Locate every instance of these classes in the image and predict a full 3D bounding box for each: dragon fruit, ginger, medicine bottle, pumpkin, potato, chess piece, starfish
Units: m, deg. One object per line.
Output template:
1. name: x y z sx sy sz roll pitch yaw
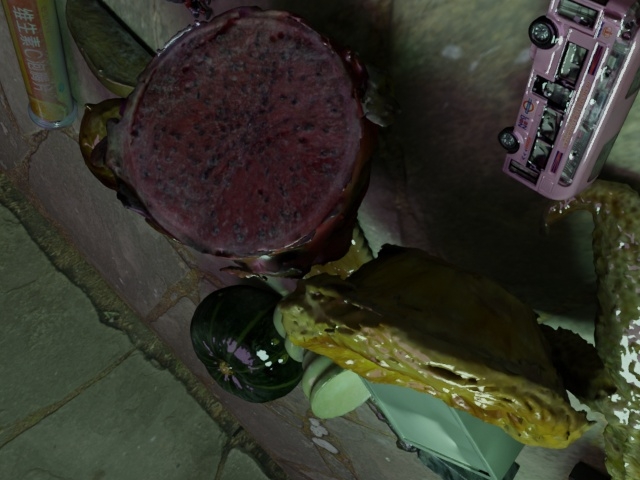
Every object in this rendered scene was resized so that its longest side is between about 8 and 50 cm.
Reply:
1. dragon fruit: -0.064 -0.110 0.745 0.314 0.296 0.263 27 -176 15
2. ginger: -0.314 -0.112 1.168 0.357 0.152 0.274 42 158 -18
3. medicine bottle: -0.573 -0.386 1.236 0.108 0.108 0.426 43 153 6
4. pumpkin: -0.158 0.236 1.418 0.300 0.207 0.300 26 135 29
5. potato: -0.358 -0.304 1.041 0.261 0.100 0.120 44 154 3
6. chess piece: -0.005 0.199 1.180 0.251 0.144 0.144 53 165 43
7. starfish: 0.302 0.149 0.672 0.324 0.082 0.432 49 156 30

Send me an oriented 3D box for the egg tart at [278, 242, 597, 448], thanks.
1. egg tart: 0.126 0.104 0.672 0.352 0.150 0.352 22 169 5

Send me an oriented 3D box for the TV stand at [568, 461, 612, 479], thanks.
1. TV stand: 0.495 0.412 0.891 0.256 0.040 0.049 21 146 40

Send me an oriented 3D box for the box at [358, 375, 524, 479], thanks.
1. box: 0.194 0.247 1.009 0.225 0.117 0.225 3 131 56

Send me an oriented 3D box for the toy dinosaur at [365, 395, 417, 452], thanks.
1. toy dinosaur: 0.142 0.330 1.252 0.162 0.077 0.294 26 151 33

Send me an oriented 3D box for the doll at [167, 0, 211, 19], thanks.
1. doll: -0.197 -0.341 0.823 0.114 0.039 0.057 33 -173 1

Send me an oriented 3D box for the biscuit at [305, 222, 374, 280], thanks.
1. biscuit: 0.000 0.000 1.022 0.217 0.044 0.325 14 140 45

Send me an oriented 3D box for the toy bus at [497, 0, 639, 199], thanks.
1. toy bus: 0.211 -0.122 0.505 0.090 0.063 0.203 38 152 28

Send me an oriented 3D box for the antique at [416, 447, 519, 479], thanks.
1. antique: 0.277 0.427 1.178 0.183 0.088 0.086 32 150 26
